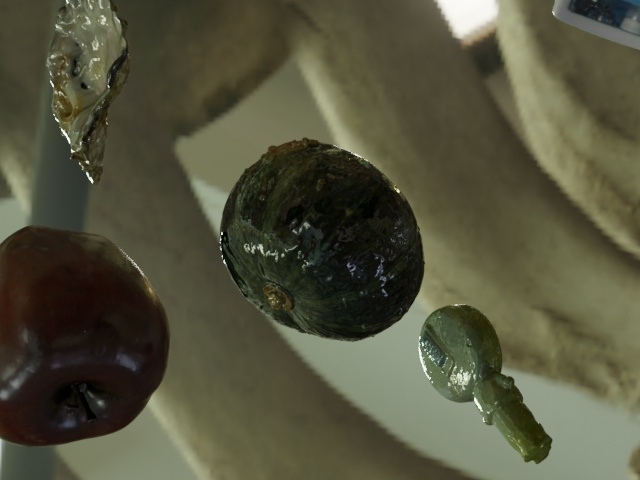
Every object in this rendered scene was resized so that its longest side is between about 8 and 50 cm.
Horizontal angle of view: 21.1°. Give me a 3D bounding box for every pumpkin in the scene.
[{"bbox_3d":[0.001,0.001,1.490,0.190,0.190,0.146,16,-130,13],"label":"pumpkin"}]

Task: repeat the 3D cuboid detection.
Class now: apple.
[{"bbox_3d":[-0.268,0.100,1.798,0.234,0.234,0.234,5,-145,-3],"label":"apple"}]

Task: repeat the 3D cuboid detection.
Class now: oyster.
[{"bbox_3d":[-0.173,-0.118,1.283,0.045,0.146,0.121,-3,178,-23],"label":"oyster"}]

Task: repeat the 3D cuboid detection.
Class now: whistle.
[{"bbox_3d":[0.166,0.150,1.767,0.057,0.104,0.198,-10,-132,-32],"label":"whistle"}]

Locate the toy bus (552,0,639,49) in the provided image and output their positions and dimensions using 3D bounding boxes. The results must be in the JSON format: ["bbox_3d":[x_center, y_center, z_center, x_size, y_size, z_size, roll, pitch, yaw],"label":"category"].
[{"bbox_3d":[0.254,-0.274,1.261,0.106,0.131,0.297,20,-132,5],"label":"toy bus"}]
